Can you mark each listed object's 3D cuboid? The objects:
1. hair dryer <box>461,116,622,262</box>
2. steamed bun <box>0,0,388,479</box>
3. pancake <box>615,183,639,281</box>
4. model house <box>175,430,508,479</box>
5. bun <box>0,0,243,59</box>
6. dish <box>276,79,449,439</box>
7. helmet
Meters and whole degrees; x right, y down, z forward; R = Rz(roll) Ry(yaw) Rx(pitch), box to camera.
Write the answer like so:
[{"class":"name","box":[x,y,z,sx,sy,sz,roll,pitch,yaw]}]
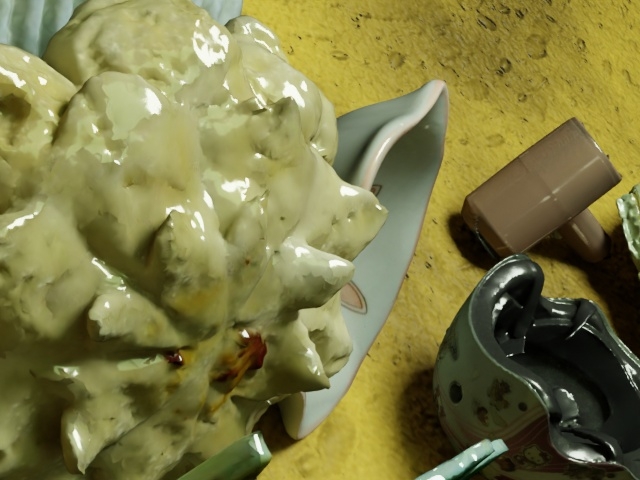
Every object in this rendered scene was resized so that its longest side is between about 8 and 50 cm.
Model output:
[{"class":"hair dryer","box":[0.191,-0.015,1.234,0.064,0.117,0.181,58,11,33]},{"class":"steamed bun","box":[-0.090,0.031,0.705,0.292,0.295,0.137,-40,51,-19]},{"class":"pancake","box":[0.303,0.032,1.282,0.197,0.054,0.376,49,27,-26]},{"class":"model house","box":[-0.023,0.204,0.585,0.357,0.313,0.242,-14,69,-53]},{"class":"bun","box":[-0.196,-0.137,0.758,0.194,0.354,0.354,21,14,41]},{"class":"dish","box":[0.000,0.000,0.938,0.081,0.229,0.229,22,32,13]},{"class":"helmet","box":[0.142,0.109,1.029,0.177,0.107,0.153,35,30,-23]}]
